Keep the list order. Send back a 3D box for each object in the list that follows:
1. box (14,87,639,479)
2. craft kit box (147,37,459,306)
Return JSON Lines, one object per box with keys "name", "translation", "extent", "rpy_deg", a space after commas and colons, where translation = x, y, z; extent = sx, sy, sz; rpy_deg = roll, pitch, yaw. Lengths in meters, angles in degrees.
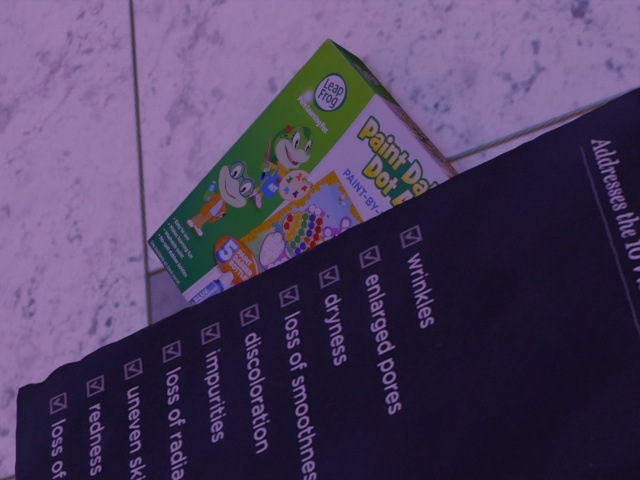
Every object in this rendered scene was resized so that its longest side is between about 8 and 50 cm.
{"name": "box", "translation": [0.088, 0.240, 0.994], "extent": [0.471, 0.297, 0.480], "rpy_deg": [-27, 41, 18]}
{"name": "craft kit box", "translation": [0.000, 0.000, 1.415], "extent": [0.246, 0.061, 0.250], "rpy_deg": [-46, 53, 11]}
